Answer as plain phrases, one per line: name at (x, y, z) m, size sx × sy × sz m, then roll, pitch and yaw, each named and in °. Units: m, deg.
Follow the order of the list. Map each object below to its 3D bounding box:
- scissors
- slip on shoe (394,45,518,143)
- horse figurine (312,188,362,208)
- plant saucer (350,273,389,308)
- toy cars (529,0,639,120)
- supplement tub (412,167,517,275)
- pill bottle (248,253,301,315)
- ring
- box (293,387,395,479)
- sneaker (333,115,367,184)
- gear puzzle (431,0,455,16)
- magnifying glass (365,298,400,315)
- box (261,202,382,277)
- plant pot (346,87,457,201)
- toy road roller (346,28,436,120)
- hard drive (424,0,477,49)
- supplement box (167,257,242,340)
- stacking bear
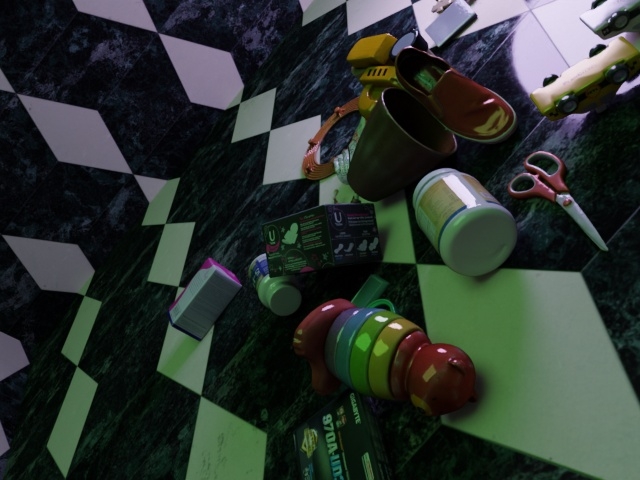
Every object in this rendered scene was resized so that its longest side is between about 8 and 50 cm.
scissors at (0.435, -0.081, 1.007) m, size 0.109 × 0.021 × 0.297 m, roll -47°, pitch 28°, yaw 7°
slip on shoe at (0.290, -0.327, 1.276) m, size 0.331 × 0.101 × 0.123 m, roll 44°, pitch 101°, yaw 23°
horse figurine at (0.019, -0.055, 1.539) m, size 0.263 × 0.066 × 0.175 m, roll -37°, pitch 27°, yaw 23°
plant saucer at (0.077, 0.158, 1.267) m, size 0.192 × 0.018 × 0.067 m, roll -53°, pitch 29°, yaw -2°
toy cars at (0.558, -0.367, 1.087) m, size 0.394 × 0.087 × 0.176 m, roll -55°, pitch 34°, yaw -11°
supplement tub at (0.265, -0.041, 1.082) m, size 0.144 × 0.144 × 0.200 m, roll -44°, pitch 30°, yaw 15°
pill bottle at (-0.116, 0.116, 1.494) m, size 0.112 × 0.112 × 0.187 m, roll -50°, pitch 28°, yaw 4°
ring at (0.055, -0.337, 1.832) m, size 0.336 × 0.032 × 0.337 m, roll -35°, pitch 34°, yaw 28°
box at (0.037, 0.395, 1.026) m, size 0.175 × 0.051 × 0.220 m, roll -42°, pitch 30°, yaw 19°
sneaker at (0.108, -0.276, 1.626) m, size 0.144 × 0.090 × 0.270 m, roll -26°, pitch 41°, yaw 35°
gear puzzle at (0.434, -0.768, 1.755) m, size 0.175 × 0.044 × 0.339 m, roll -3°, pitch 58°, yaw 52°
magnifying glass at (0.147, 0.182, 1.132) m, size 0.092 × 0.026 × 0.231 m, roll -54°, pitch 30°, yaw -2°
box at (0.000, 0.000, 1.362) m, size 0.247 × 0.163 × 0.142 m, roll -13°, pitch 85°, yaw 49°
plant pot at (0.169, -0.205, 1.373) m, size 0.230 × 0.215 × 0.216 m, roll -50°, pitch 25°, yaw 36°
toy road roller at (0.184, -0.402, 1.536) m, size 0.241 × 0.202 × 0.329 m, roll -56°, pitch 31°, yaw -4°
hard drive at (0.379, -0.633, 1.665) m, size 0.135 × 0.022 × 0.094 m, roll -40°, pitch 52°, yaw 21°
supplement box at (-0.362, 0.182, 1.780) m, size 0.220 × 0.114 × 0.111 m, roll -53°, pitch 28°, yaw 2°
stacking bear at (0.124, 0.207, 0.976) m, size 0.288 × 0.176 × 0.164 m, roll 13°, pitch 46°, yaw 40°
